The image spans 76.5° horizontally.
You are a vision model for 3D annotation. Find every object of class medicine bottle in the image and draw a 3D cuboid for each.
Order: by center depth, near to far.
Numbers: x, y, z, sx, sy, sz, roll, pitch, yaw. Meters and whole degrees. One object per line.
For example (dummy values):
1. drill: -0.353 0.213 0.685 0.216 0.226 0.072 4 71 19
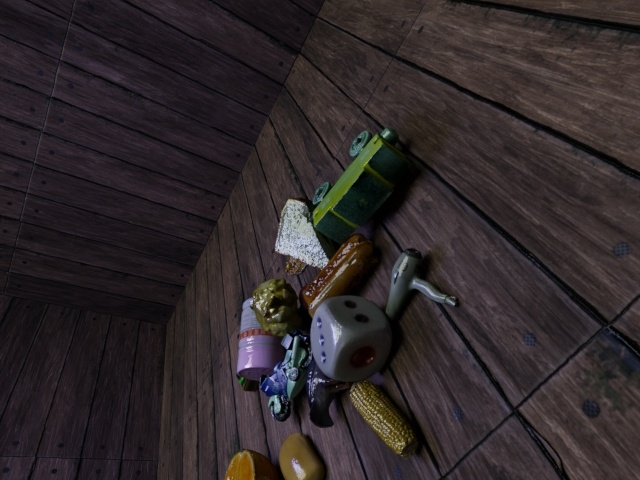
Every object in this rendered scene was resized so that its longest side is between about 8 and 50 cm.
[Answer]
1. medicine bottle: -0.250 0.422 1.759 0.202 0.202 0.316 -41 40 43

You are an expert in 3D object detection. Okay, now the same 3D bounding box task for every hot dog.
1. hot dog: 0.072 0.135 1.439 0.349 0.117 0.158 -52 23 13

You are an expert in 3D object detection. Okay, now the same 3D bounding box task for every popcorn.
1. popcorn: -0.178 0.269 1.596 0.266 0.192 0.233 119 140 -80

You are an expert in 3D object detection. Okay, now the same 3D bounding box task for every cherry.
1. cherry: -0.059 0.193 1.634 0.107 0.090 0.226 71 173 -67

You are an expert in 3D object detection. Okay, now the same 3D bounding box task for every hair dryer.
1. hair dryer: 0.264 0.166 1.164 0.225 0.088 0.219 58 132 38

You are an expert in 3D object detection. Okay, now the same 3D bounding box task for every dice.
1. dice: 0.088 0.289 1.213 0.192 0.194 0.193 -126 41 -56

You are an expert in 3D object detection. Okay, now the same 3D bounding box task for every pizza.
1. pizza: -0.121 0.096 1.881 0.161 0.062 0.182 -66 29 20

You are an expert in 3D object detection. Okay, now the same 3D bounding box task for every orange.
1. orange: -0.266 0.897 1.454 0.310 0.274 0.274 88 177 -51

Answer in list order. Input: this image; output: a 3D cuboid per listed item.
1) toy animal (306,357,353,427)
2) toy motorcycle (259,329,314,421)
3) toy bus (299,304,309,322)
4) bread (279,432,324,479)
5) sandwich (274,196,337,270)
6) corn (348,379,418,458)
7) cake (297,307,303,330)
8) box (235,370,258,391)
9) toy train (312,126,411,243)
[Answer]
1. toy animal: 0.027 0.452 1.338 0.185 0.122 0.298 -10 58 54
2. toy motorcycle: -0.125 0.501 1.536 0.196 0.125 0.331 27 94 46
3. toy bus: -0.064 0.276 1.694 0.052 0.037 0.131 -24 54 60
4. bread: -0.074 0.754 1.359 0.217 0.098 0.147 22 96 63
5. sandwich: -0.038 -0.026 1.611 0.288 0.099 0.254 22 98 28
6. corn: 0.167 0.476 1.103 0.091 0.091 0.260 -31 27 -12
7. cake: -0.103 0.331 1.712 0.065 0.052 0.121 -61 31 10
8. box: -0.321 0.572 1.933 0.159 0.071 0.240 19 90 59
9. toy train: 0.128 -0.188 1.421 0.442 0.179 0.272 -50 22 22
